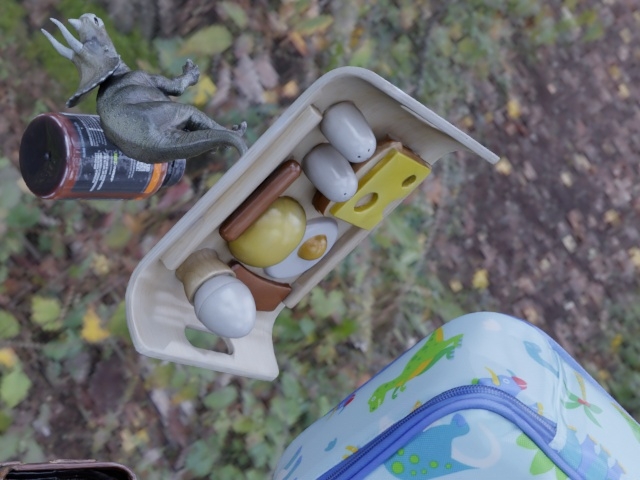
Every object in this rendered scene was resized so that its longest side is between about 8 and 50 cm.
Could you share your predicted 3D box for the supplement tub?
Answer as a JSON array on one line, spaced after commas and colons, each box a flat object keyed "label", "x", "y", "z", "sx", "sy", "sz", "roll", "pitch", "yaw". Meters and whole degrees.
[{"label": "supplement tub", "x": -0.260, "y": -0.100, "z": 1.601, "sx": 0.198, "sy": 0.106, "sz": 0.106, "roll": -1, "pitch": 60, "yaw": -48}]

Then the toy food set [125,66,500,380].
[{"label": "toy food set", "x": 0.000, "y": 0.000, "z": 1.131, "sx": 0.219, "sy": 0.306, "sz": 0.092, "roll": 22, "pitch": 29, "yaw": -57}]

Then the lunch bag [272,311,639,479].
[{"label": "lunch bag", "x": 0.087, "y": 0.155, "z": 0.600, "sx": 0.219, "sy": 0.176, "sz": 0.090, "roll": 43, "pitch": 28, "yaw": -14}]

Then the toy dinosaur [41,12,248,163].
[{"label": "toy dinosaur", "x": -0.189, "y": -0.133, "z": 1.487, "sx": 0.160, "sy": 0.121, "sz": 0.313, "roll": -9, "pitch": 44, "yaw": -35}]

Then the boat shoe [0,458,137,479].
[{"label": "boat shoe", "x": -0.237, "y": 0.196, "z": 0.973, "sx": 0.207, "sy": 0.073, "sz": 0.073, "roll": -6, "pitch": 65, "yaw": -33}]
